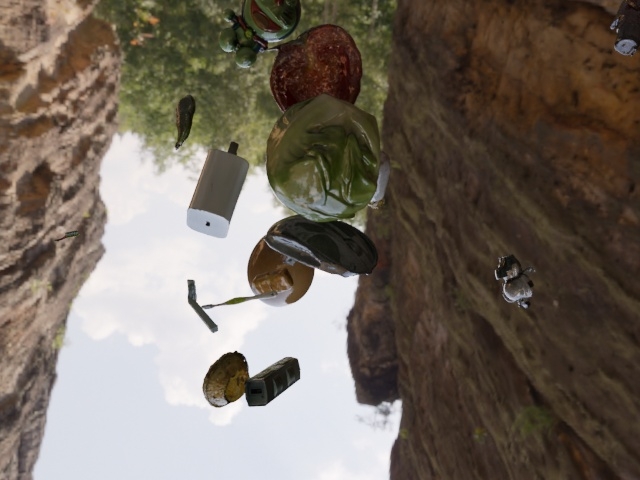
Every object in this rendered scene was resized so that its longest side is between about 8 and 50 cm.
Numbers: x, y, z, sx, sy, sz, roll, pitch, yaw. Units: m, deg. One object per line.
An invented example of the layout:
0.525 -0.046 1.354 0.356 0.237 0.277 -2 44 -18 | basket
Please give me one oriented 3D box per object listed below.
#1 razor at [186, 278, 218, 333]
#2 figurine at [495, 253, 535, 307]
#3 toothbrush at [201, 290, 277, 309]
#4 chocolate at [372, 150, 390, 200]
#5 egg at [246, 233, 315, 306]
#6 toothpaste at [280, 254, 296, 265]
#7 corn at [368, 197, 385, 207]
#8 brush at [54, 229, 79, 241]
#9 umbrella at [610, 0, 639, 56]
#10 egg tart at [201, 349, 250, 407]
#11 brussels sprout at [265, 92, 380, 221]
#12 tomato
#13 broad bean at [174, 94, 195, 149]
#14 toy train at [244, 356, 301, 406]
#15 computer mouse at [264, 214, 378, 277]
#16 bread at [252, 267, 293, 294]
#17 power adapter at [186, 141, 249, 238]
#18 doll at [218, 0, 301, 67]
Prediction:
-0.478 0.274 2.640 0.056 0.111 0.278 -15 -141 -24 | razor
0.674 0.140 2.286 0.126 0.192 0.147 -15 172 -18 | figurine
-0.246 0.183 2.020 0.262 0.022 0.026 -12 164 20 | toothbrush
0.082 -0.240 2.064 0.100 0.185 0.303 -25 -131 -37 | chocolate
-0.171 0.119 2.937 0.301 0.374 0.301 15 -147 -10 | egg
-0.076 0.005 2.451 0.047 0.196 0.040 20 -156 -37 | toothpaste
0.128 -0.201 2.279 0.231 0.080 0.080 47 -147 20 | corn
-0.857 -0.015 2.241 0.083 0.021 0.018 -21 -145 -33 | brush
0.742 -0.548 1.559 0.090 0.094 0.326 21 -118 10 | umbrella
-0.305 0.476 2.251 0.090 0.213 0.212 19 -160 32 | egg tart
0.018 -0.204 1.716 0.328 0.328 0.247 -3 -158 -33 | brussels sprout
-0.012 -0.502 2.033 0.308 0.309 0.170 5 -161 -9 | tomato
-0.358 -0.328 1.756 0.046 0.061 0.195 23 -129 -29 | broad bean
-0.143 0.465 2.236 0.089 0.086 0.409 -6 180 16 | toy train
-0.001 -0.003 1.908 0.373 0.114 0.203 20 -156 34 | computer mouse
-0.153 0.134 2.150 0.132 0.074 0.053 -13 -150 25 | bread
-0.280 -0.155 1.865 0.124 0.255 0.187 17 160 -7 | power adapter
-0.193 -0.733 2.197 0.198 0.322 0.186 48 -171 -18 | doll
